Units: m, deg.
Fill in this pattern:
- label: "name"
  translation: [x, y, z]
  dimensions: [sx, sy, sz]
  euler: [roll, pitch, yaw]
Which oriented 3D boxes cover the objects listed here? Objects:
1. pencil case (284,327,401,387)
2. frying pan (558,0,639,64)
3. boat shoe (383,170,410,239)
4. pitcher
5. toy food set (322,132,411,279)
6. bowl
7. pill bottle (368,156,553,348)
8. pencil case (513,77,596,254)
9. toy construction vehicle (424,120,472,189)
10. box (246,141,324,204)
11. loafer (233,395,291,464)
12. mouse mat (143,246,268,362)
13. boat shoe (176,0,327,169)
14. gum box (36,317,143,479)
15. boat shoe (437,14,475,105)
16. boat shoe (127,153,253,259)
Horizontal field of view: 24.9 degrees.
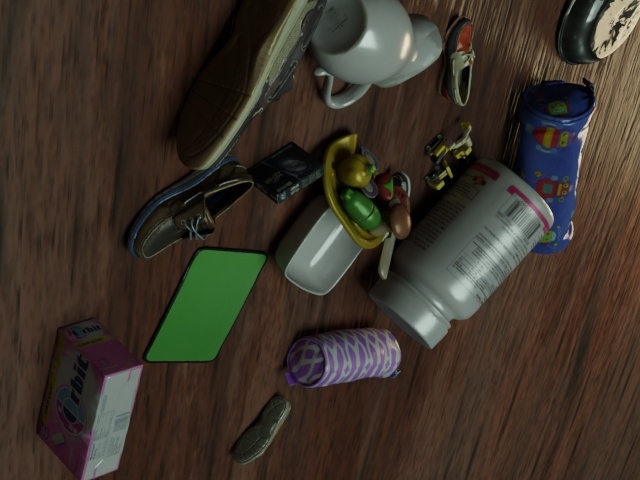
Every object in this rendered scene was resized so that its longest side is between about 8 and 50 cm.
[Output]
- label: "pencil case"
  translation: [0.038, 0.185, 2.286]
  dimensions: [0.088, 0.086, 0.206]
  euler: [-38, 156, 33]
- label: "frying pan"
  translation: [0.445, -0.399, 2.247]
  dimensions: [0.197, 0.053, 0.326]
  euler: [-39, 148, -20]
- label: "boat shoe"
  translation: [0.093, -0.047, 2.160]
  dimensions: [0.038, 0.046, 0.125]
  euler: [-14, 140, -50]
- label: "pitcher"
  translation: [0.046, -0.241, 1.861]
  dimensions: [0.178, 0.125, 0.207]
  euler: [-42, 160, 16]
- label: "toy food set"
  translation: [0.084, -0.058, 2.038]
  dimensions: [0.218, 0.071, 0.128]
  euler: [53, 43, -39]
- label: "bowl"
  translation: [0.000, 0.000, 2.083]
  dimensions: [0.142, 0.053, 0.142]
  euler: [-54, 146, 4]
- label: "pill bottle"
  translation: [0.216, 0.022, 2.266]
  dimensions: [0.283, 0.160, 0.160]
  euler: [-47, 147, -6]
- label: "pencil case"
  translation: [0.368, -0.124, 2.352]
  dimensions: [0.119, 0.133, 0.306]
  euler: [1, 132, 0]
- label: "toy construction vehicle"
  translation: [0.199, -0.128, 2.215]
  dimensions: [0.098, 0.035, 0.086]
  euler: [-44, 146, -11]
- label: "box"
  translation: [-0.047, -0.090, 1.926]
  dimensions: [0.083, 0.067, 0.018]
  euler: [-33, 143, -25]
- label: "loafer"
  translation: [-0.087, 0.302, 2.281]
  dimensions: [0.125, 0.045, 0.039]
  euler: [-54, 154, -2]
- label: "mouse mat"
  translation: [-0.159, 0.092, 2.023]
  dimensions: [0.152, 0.007, 0.189]
  euler: [6, 116, -53]
- label: "boat shoe"
  translation: [-0.075, -0.205, 1.751]
  dimensions: [0.092, 0.103, 0.285]
  euler: [20, 100, -48]
- label: "gum box"
  translation: [-0.300, 0.211, 1.872]
  dimensions: [0.062, 0.107, 0.188]
  euler: [-14, 132, -43]
- label: "boat shoe"
  translation: [0.202, -0.258, 2.087]
  dimensions: [0.049, 0.043, 0.137]
  euler: [-22, 136, -34]
- label: "boat shoe"
  translation: [-0.163, -0.037, 1.836]
  dimensions: [0.183, 0.066, 0.066]
  euler: [-44, 146, -11]
